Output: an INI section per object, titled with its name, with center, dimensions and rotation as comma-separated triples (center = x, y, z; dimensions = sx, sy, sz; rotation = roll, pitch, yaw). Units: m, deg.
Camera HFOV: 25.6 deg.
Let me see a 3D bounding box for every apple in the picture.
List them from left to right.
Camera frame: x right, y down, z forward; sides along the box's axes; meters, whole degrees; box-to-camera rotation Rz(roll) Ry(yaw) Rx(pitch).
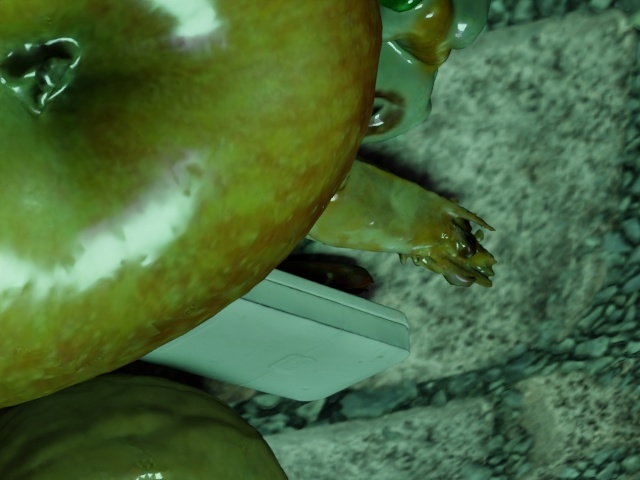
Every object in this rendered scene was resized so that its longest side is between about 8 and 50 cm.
[apple]
center = -0.120, -0.071, 0.511
dimensions = 0.277, 0.250, 0.309
rotation = 38, 108, -16

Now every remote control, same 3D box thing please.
[remote control]
center = -0.063, 0.044, 0.814
dimensions = 0.250, 0.034, 0.103
rotation = 19, 144, -39

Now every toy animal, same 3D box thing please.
[toy animal]
center = 0.024, -0.112, 0.670
dimensions = 0.108, 0.138, 0.236
rotation = 21, 128, -7

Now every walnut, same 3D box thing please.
[walnut]
center = -0.122, 0.187, 0.821
dimensions = 0.228, 0.228, 0.228
rotation = -14, 136, -15

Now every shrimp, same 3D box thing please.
[shrimp]
center = 0.001, 0.003, 0.818
dimensions = 0.236, 0.053, 0.133
rotation = 11, 128, -33
